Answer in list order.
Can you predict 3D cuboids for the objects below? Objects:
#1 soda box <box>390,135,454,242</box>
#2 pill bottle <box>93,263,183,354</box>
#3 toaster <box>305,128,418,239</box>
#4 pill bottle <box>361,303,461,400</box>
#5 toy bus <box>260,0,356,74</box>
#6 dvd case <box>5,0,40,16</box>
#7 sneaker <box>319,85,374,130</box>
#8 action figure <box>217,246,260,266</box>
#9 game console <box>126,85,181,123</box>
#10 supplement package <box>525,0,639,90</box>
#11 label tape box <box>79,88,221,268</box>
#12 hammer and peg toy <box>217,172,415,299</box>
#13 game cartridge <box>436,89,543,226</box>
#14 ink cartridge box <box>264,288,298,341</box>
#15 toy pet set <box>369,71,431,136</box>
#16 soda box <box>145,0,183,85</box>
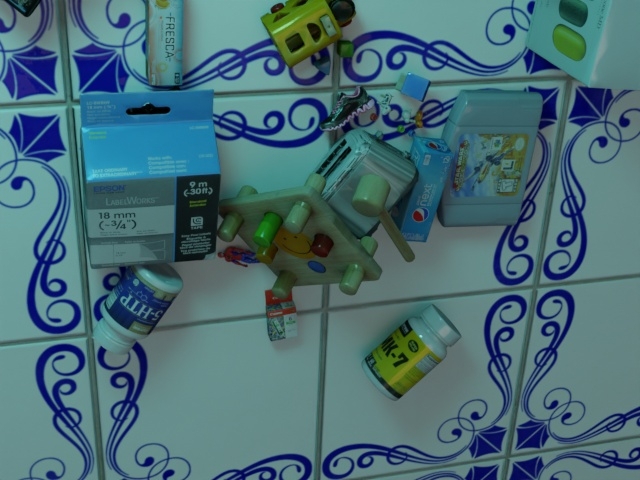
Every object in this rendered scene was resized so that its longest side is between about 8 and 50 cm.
[{"bbox_3d":[0.203,-0.102,1.993,0.067,0.071,0.210,4,123,-18],"label":"soda box"},{"bbox_3d":[-0.365,0.130,1.938,0.112,0.112,0.187,28,107,-28],"label":"pill bottle"},{"bbox_3d":[0.072,-0.109,1.932,0.146,0.129,0.227,34,106,-25],"label":"toaster"},{"bbox_3d":[0.202,0.245,2.166,0.208,0.119,0.119,-44,121,8],"label":"pill bottle"},{"bbox_3d":[-0.003,-0.396,1.763,0.190,0.104,0.202,9,115,-21],"label":"toy bus"},{"bbox_3d":[-0.458,-0.492,1.505,0.180,0.022,0.253,39,118,-15],"label":"dvd case"},{"bbox_3d":[0.044,-0.257,1.893,0.119,0.047,0.057,-33,116,-6],"label":"sneaker"},{"bbox_3d":[-0.154,0.034,1.999,0.115,0.030,0.038,7,121,-18],"label":"action figure"},{"bbox_3d":[-0.299,-0.220,1.800,0.107,0.071,0.122,5,142,23],"label":"game console"},{"bbox_3d":[0.544,-0.413,1.825,0.198,0.263,0.199,1,117,-17],"label":"supplement package"},{"bbox_3d":[-0.309,-0.105,1.780,0.240,0.106,0.334,-5,136,-14],"label":"label tape box"},{"bbox_3d":[0.000,0.000,1.850,0.266,0.361,0.127,50,52,-33],"label":"hammer and peg toy"},{"bbox_3d":[0.338,-0.164,2.025,0.198,0.062,0.297,-4,119,-19],"label":"game cartridge"},{"bbox_3d":[-0.083,0.156,2.084,0.062,0.029,0.115,-10,120,-11],"label":"ink cartridge box"},{"bbox_3d":[0.176,-0.261,1.901,0.122,0.065,0.114,15,101,-38],"label":"toy pet set"},{"bbox_3d":[-0.275,-0.368,1.724,0.062,0.058,0.183,-3,119,-16],"label":"soda box"}]
